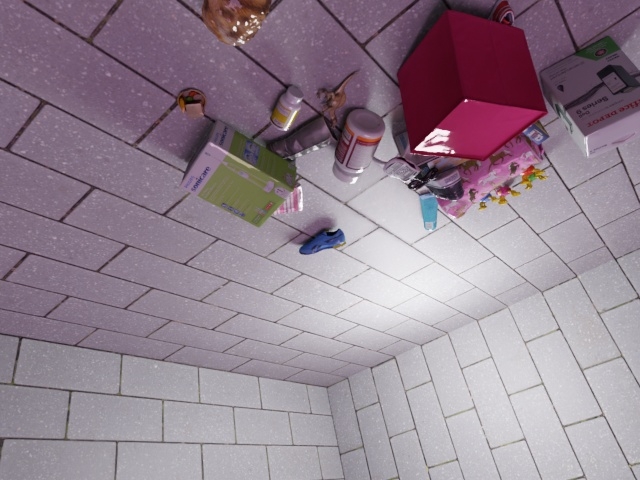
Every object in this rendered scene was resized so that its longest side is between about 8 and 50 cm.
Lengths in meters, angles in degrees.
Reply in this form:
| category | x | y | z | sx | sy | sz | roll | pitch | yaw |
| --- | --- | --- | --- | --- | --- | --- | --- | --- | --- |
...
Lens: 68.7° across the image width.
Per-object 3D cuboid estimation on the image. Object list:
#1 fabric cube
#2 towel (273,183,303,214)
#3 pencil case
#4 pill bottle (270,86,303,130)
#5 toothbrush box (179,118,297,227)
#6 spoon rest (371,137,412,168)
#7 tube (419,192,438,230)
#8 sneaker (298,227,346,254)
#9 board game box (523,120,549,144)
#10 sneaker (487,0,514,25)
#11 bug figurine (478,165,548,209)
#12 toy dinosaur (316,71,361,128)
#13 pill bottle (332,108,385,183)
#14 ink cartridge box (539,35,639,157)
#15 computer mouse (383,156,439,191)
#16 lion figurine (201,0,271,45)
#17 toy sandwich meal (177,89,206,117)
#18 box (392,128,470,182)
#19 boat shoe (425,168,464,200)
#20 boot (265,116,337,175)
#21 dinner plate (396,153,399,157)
| category | x | y | z | sx | sy | sz | roll | pitch | yaw |
| --- | --- | --- | --- | --- | --- | --- | --- | --- | --- |
| fabric cube | 0.385 | -0.389 | 1.231 | 0.259 | 0.258 | 0.254 | 2 | 159 | -21 |
| towel | -0.160 | -0.136 | 1.683 | 0.197 | 0.029 | 0.144 | -10 | 148 | -5 |
| pencil case | 0.591 | -0.240 | 1.669 | 0.386 | 0.160 | 0.167 | -40 | 168 | 34 |
| pill bottle | -0.093 | -0.372 | 1.319 | 0.065 | 0.065 | 0.116 | 8 | 142 | -29 |
| toothbrush box | -0.245 | -0.194 | 1.421 | 0.283 | 0.122 | 0.206 | 27 | 132 | -24 |
| spoon rest | 0.278 | -0.326 | 1.427 | 0.276 | 0.084 | 0.137 | -51 | 148 | 10 |
| tube | 0.444 | -0.121 | 1.900 | 0.080 | 0.052 | 0.207 | -18 | 142 | 0 |
| sneaker | 0.000 | 0.000 | 1.924 | 0.209 | 0.069 | 0.082 | -15 | 115 | 19 |
| board game box | 0.586 | -0.402 | 1.416 | 0.243 | 0.165 | 0.042 | 18 | 136 | -38 |
| sneaker | 0.464 | -0.560 | 1.226 | 0.042 | 0.067 | 0.118 | -5 | 146 | -11 |
| bug figurine | 0.731 | -0.214 | 1.797 | 0.216 | 0.072 | 0.279 | -4 | 155 | -44 |
| toy dinosaur | 0.041 | -0.410 | 1.338 | 0.092 | 0.053 | 0.183 | -11 | 141 | -36 |
| pill bottle | 0.112 | -0.289 | 1.463 | 0.121 | 0.121 | 0.221 | -1 | 146 | -17 |
| ink cartridge box | 0.808 | -0.414 | 1.359 | 0.211 | 0.289 | 0.121 | -26 | 145 | 19 |
| computer mouse | 0.263 | -0.212 | 1.413 | 0.193 | 0.042 | 0.106 | 20 | 138 | -39 |
| lion figurine | -0.111 | -0.577 | 0.945 | 0.392 | 0.142 | 0.240 | -31 | 150 | 18 |
| toy sandwich meal | -0.347 | -0.369 | 1.268 | 0.085 | 0.029 | 0.086 | -9 | 147 | -6 |
| box | 0.392 | -0.314 | 1.482 | 0.290 | 0.169 | 0.087 | -22 | 143 | 17 |
| boat shoe | 0.409 | -0.190 | 1.576 | 0.108 | 0.301 | 0.102 | -27 | 103 | 1 |
| boot | -0.045 | -0.283 | 1.476 | 0.208 | 0.076 | 0.190 | -26 | 146 | 8 |
| dinner plate | 0.329 | -0.280 | 1.648 | 0.141 | 0.017 | 0.141 | -9 | 145 | -6 |
